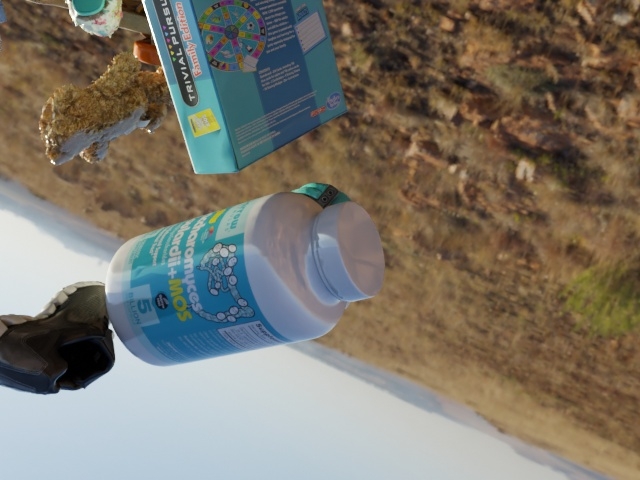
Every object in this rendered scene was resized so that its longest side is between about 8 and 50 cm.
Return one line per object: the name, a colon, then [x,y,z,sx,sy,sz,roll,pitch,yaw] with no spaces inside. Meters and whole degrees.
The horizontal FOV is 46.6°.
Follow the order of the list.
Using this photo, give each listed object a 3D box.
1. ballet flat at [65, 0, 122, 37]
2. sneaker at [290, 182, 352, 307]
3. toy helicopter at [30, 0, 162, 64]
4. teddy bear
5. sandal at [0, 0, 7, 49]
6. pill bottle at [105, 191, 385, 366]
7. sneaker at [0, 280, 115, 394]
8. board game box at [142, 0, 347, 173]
ballet flat: [-0.324,-0.399,1.064,0.091,0.240,0.077,-3,165,5]
sneaker: [0.000,0.000,1.194,0.295,0.179,0.123,37,143,42]
toy helicopter: [-0.431,-0.486,1.532,0.355,0.140,0.235,13,-153,-2]
teddy bear: [-0.418,-0.265,1.476,0.113,0.338,0.245,49,148,8]
sandal: [-0.645,-0.458,1.403,0.138,0.126,0.317,40,131,-1]
pill bottle: [-0.073,0.037,0.741,0.264,0.146,0.146,-15,150,28]
sneaker: [-0.245,0.103,0.749,0.106,0.078,0.234,20,-168,9]
board game box: [-0.097,-0.285,0.935,0.079,0.254,0.335,1,115,36]
